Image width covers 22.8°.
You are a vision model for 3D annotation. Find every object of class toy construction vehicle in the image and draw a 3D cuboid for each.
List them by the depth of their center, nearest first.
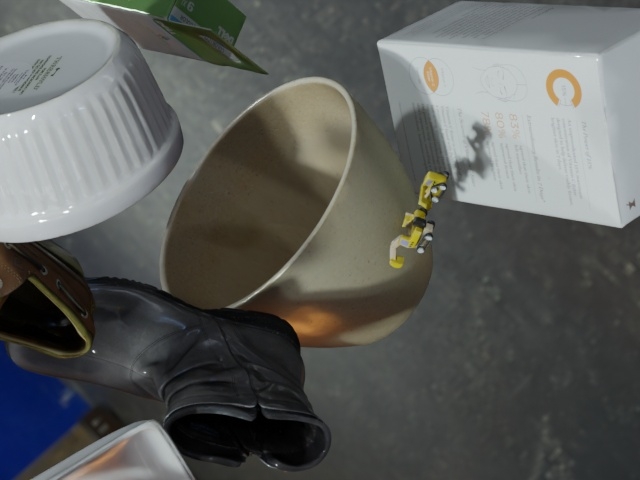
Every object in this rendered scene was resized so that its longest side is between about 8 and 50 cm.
[{"bbox_3d":[0.108,-0.025,1.794,0.035,0.086,0.098,20,141,-8],"label":"toy construction vehicle"}]

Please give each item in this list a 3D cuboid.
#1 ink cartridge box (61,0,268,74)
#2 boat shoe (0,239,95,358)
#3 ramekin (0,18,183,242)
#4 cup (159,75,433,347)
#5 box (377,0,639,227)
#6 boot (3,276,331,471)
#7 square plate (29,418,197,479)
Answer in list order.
[{"bbox_3d":[-0.148,-0.230,1.580,0.209,0.062,0.109,16,169,35],"label":"ink cartridge box"},{"bbox_3d":[-0.327,0.028,1.531,0.307,0.111,0.104,26,-151,-47],"label":"boat shoe"},{"bbox_3d":[-0.228,-0.100,1.335,0.207,0.207,0.109,20,139,43],"label":"ramekin"},{"bbox_3d":[0.000,0.000,1.941,0.237,0.331,0.331,35,163,-33],"label":"cup"},{"bbox_3d":[0.264,-0.165,1.950,0.345,0.168,0.215,12,123,45],"label":"box"},{"bbox_3d":[-0.163,0.142,1.660,0.223,0.338,0.118,-108,24,-64],"label":"boot"},{"bbox_3d":[-0.265,0.342,1.621,0.049,0.347,0.344,58,175,40],"label":"square plate"}]
